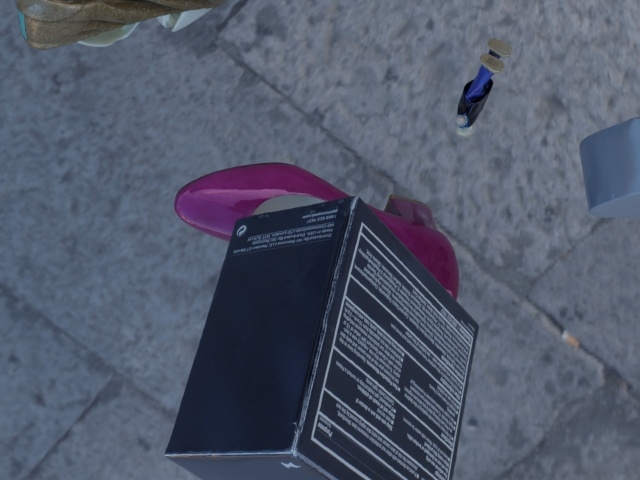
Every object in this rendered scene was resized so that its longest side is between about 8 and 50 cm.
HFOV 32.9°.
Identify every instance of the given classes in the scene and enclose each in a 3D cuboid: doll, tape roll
[{"bbox_3d":[0.245,-0.228,1.711,0.046,0.129,0.189,27,147,6],"label":"doll"},{"bbox_3d":[0.369,-0.077,1.062,0.219,0.219,0.072,-9,81,17],"label":"tape roll"}]

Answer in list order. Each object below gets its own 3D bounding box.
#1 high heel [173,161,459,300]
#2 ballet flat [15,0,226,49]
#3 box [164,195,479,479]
[{"bbox_3d":[0.000,0.000,1.411,0.377,0.181,0.127,3,128,-13],"label":"high heel"},{"bbox_3d":[-0.194,-0.280,1.211,0.116,0.342,0.124,48,137,15],"label":"ballet flat"},{"bbox_3d":[0.016,0.160,1.196,0.182,0.294,0.296,-10,141,34],"label":"box"}]
